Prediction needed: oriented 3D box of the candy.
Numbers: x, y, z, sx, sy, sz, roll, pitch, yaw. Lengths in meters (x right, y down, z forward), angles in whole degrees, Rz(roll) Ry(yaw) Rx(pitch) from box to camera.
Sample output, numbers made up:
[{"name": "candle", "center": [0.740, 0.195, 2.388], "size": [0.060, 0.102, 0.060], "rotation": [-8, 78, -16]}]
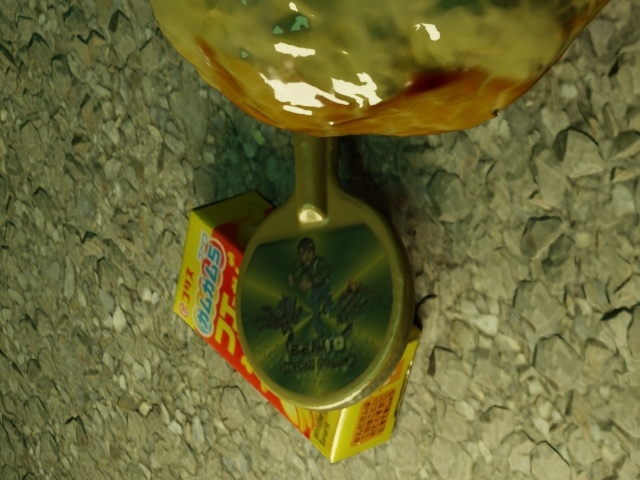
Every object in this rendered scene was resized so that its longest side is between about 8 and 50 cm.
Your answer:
[{"name": "candy", "center": [-0.030, 0.082, 1.524], "size": [0.276, 0.088, 0.146], "rotation": [42, 134, 33]}]

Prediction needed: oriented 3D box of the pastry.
[{"name": "pastry", "center": [0.044, -0.233, 1.087], "size": [0.388, 0.388, 0.313], "rotation": [20, 136, 45]}]

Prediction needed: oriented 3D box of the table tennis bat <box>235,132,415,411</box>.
[{"name": "table tennis bat", "center": [0.000, 0.000, 1.412], "size": [0.198, 0.050, 0.321], "rotation": [-7, 81, 36]}]
